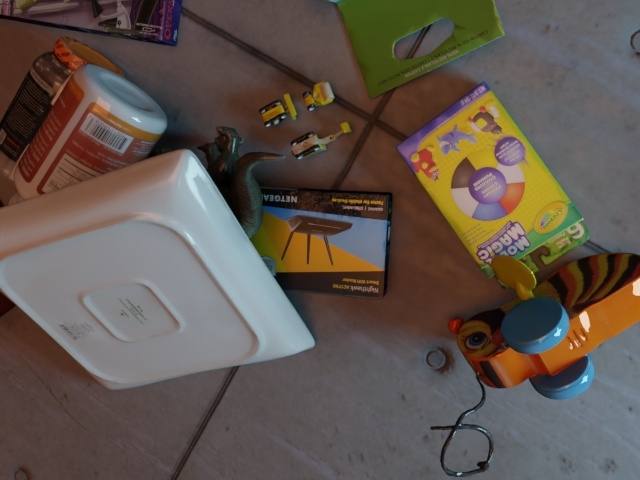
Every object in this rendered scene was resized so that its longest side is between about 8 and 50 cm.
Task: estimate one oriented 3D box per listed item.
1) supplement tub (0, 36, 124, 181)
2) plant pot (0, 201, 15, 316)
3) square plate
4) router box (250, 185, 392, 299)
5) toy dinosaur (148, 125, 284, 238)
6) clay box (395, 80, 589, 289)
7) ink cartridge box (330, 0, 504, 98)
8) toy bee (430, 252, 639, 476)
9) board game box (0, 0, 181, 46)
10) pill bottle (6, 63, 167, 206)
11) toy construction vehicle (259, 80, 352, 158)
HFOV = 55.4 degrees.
[{"bbox_3d":[-0.353,-0.168,0.822,0.117,0.117,0.190,40,107,7],"label":"supplement tub"},{"bbox_3d":[-0.621,0.034,0.863,0.267,0.236,0.267,-33,89,17],"label":"plant pot"},{"bbox_3d":[-0.226,0.076,0.760,0.344,0.049,0.347,-15,130,17],"label":"square plate"},{"bbox_3d":[0.000,0.000,0.786,0.178,0.046,0.133,4,99,15],"label":"router box"},{"bbox_3d":[-0.126,-0.050,0.759,0.313,0.121,0.160,-9,95,38],"label":"toy dinosaur"},{"bbox_3d":[0.205,-0.058,0.718,0.127,0.053,0.222,-36,87,17],"label":"clay box"},{"bbox_3d":[0.069,-0.312,0.676,0.188,0.097,0.255,-19,92,32],"label":"ink cartridge box"},{"bbox_3d":[0.221,0.102,0.696,0.298,0.162,0.195,-18,111,-14],"label":"toy bee"},{"bbox_3d":[-0.345,-0.396,0.826,0.346,0.056,0.208,13,97,14],"label":"board game box"},{"bbox_3d":[-0.294,-0.096,0.749,0.121,0.121,0.216,42,106,6],"label":"pill bottle"},{"bbox_3d":[-0.018,-0.151,0.780,0.098,0.035,0.086,-27,79,15],"label":"toy construction vehicle"}]
